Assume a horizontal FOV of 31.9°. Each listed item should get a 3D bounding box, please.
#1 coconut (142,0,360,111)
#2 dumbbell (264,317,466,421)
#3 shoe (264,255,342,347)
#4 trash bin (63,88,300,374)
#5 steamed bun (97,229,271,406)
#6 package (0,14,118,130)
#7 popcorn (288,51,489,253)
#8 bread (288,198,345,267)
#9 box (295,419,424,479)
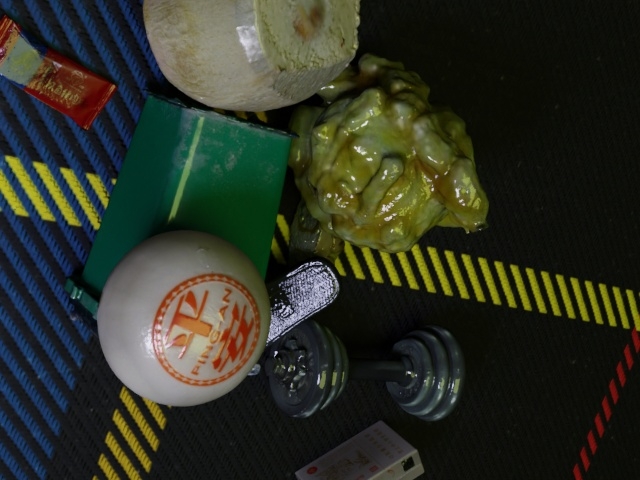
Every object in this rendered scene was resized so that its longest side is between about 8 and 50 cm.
[{"bbox_3d":[-0.110,-0.321,1.562,0.297,0.254,0.297,-6,98,-50],"label":"coconut"},{"bbox_3d":[0.084,0.227,1.964,0.406,0.179,0.179,7,107,-32],"label":"dumbbell"},{"bbox_3d":[-0.071,0.103,1.863,0.241,0.093,0.108,-28,96,13],"label":"shoe"},{"bbox_3d":[-0.192,-0.009,1.648,0.259,0.295,0.381,11,99,-34],"label":"trash bin"},{"bbox_3d":[-0.165,0.102,1.447,0.231,0.145,0.232,-1,91,-29],"label":"steamed bun"},{"bbox_3d":[-0.387,-0.234,1.589,0.200,0.022,0.083,31,93,-37],"label":"package"},{"bbox_3d":[0.098,-0.119,1.740,0.279,0.335,0.274,-22,161,12],"label":"popcorn"},{"bbox_3d":[0.000,0.000,1.886,0.094,0.083,0.157,12,103,-46],"label":"bread"},{"bbox_3d":[0.072,0.427,2.068,0.201,0.141,0.058,-29,117,-18],"label":"box"}]
